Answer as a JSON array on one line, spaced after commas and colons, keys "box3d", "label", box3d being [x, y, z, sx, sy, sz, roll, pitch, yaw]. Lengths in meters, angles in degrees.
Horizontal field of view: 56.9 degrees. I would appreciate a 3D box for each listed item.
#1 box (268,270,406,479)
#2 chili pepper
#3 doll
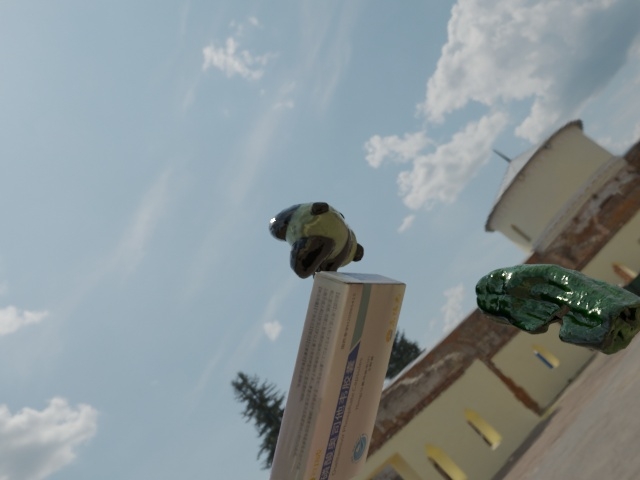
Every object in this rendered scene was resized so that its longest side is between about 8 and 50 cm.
[{"box3d": [0.033, 0.224, 0.940, 0.200, 0.065, 0.343, 8, -84, -57], "label": "box"}, {"box3d": [0.312, 0.083, 0.793, 0.084, 0.253, 0.099, 20, -95, -23], "label": "chili pepper"}, {"box3d": [0.000, 0.001, 1.183, 0.135, 0.143, 0.234, -37, -25, 8], "label": "doll"}]
